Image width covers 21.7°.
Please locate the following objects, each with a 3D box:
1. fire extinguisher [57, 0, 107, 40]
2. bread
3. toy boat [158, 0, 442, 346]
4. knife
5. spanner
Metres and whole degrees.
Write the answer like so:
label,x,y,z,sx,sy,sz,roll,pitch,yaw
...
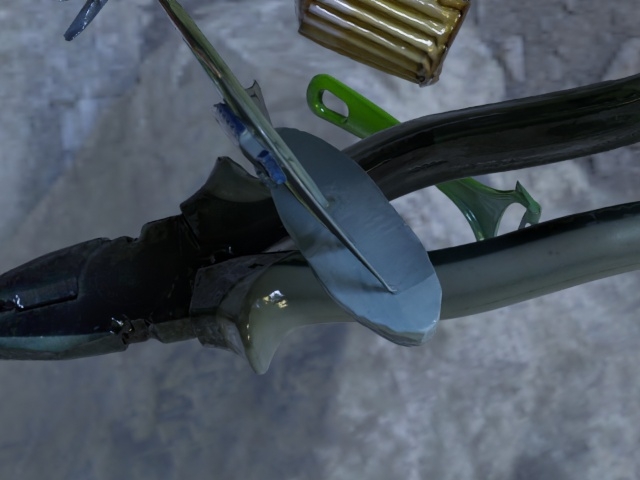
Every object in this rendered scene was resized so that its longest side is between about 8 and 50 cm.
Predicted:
label,x,y,z,sx,sy,sz,roll,pitch,yaw
fire extinguisher,-0.213,-0.296,1.319,0.105,0.105,0.269,13,136,34
bread,0.079,-0.277,1.315,0.156,0.204,0.288,25,114,0
toy boat,0.002,-0.017,0.495,0.034,0.149,0.105,-36,68,-4
knife,0.054,-0.038,0.914,0.166,0.022,0.078,41,133,26
spanner,0.000,0.000,0.676,0.325,0.040,0.096,-13,56,4
